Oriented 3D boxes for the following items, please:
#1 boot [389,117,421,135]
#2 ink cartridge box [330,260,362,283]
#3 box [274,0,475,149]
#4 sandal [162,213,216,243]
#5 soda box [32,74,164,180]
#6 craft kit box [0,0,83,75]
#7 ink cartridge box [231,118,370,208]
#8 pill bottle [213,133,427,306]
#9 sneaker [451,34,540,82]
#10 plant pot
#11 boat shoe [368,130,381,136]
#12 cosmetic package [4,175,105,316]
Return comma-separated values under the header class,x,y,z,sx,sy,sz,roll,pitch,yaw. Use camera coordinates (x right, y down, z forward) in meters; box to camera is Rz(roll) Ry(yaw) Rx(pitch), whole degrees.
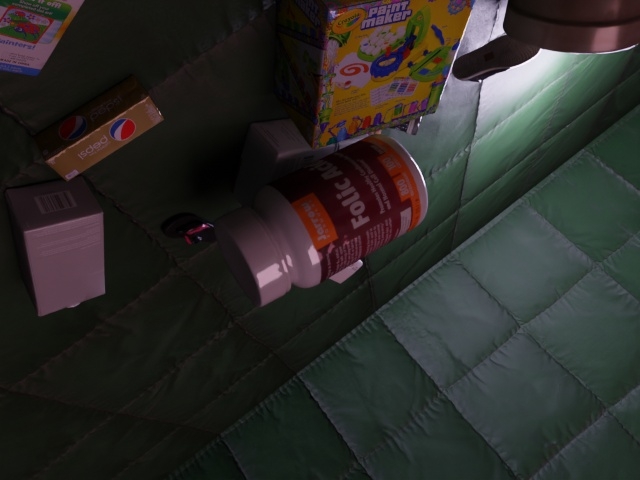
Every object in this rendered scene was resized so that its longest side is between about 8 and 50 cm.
class,x,y,z,sx,sy,sz,roll,pitch,yaw
boot,0.134,-0.320,1.176,0.178,0.236,0.085,9,121,-4
ink cartridge box,0.000,0.000,1.370,0.092,0.218,0.158,-44,155,7
box,0.085,-0.355,0.912,0.289,0.177,0.279,-20,150,-20
sandal,-0.280,-0.018,1.158,0.067,0.040,0.179,-48,154,16
soda box,-0.342,-0.175,0.789,0.181,0.061,0.058,-36,154,-9
craft kit box,-0.368,-0.270,0.495,0.246,0.061,0.249,-24,169,38
ink cartridge box,-0.042,-0.170,1.154,0.272,0.114,0.197,-17,146,-38
pill bottle,0.001,-0.043,1.026,0.392,0.224,0.224,-29,153,-21
sneaker,0.468,-0.477,1.333,0.222,0.083,0.118,-7,-175,34
plant pot,0.602,-0.620,1.151,0.323,0.323,0.280,-28,135,-24
boat shoe,0.095,-0.233,1.312,0.073,0.073,0.207,8,135,-9
cosmetic package,-0.459,0.015,0.895,0.127,0.107,0.238,-20,151,-37
